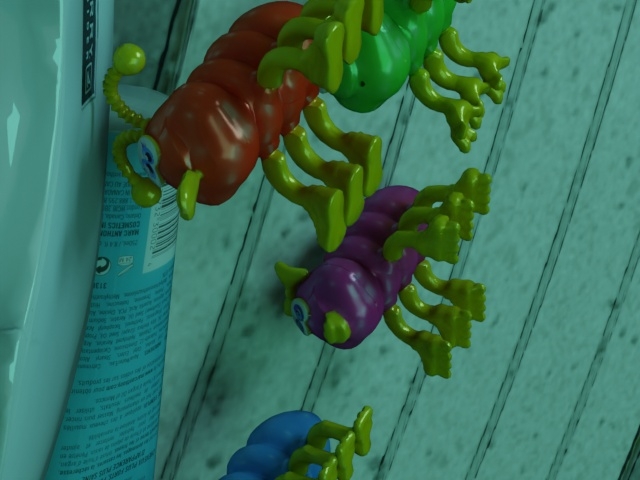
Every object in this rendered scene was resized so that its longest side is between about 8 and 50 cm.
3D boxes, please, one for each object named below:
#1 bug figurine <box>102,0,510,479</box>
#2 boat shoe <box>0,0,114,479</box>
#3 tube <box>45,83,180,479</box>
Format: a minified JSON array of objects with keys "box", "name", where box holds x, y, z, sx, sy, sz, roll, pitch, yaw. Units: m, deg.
[{"box":[0.000,0.000,0.678,0.216,0.072,0.279,-50,150,-44],"name":"bug figurine"},{"box":[-0.123,-0.042,0.562,0.108,0.102,0.301,-71,167,-74],"name":"boat shoe"},{"box":[-0.083,0.048,0.676,0.080,0.052,0.207,-14,120,-44],"name":"tube"}]
